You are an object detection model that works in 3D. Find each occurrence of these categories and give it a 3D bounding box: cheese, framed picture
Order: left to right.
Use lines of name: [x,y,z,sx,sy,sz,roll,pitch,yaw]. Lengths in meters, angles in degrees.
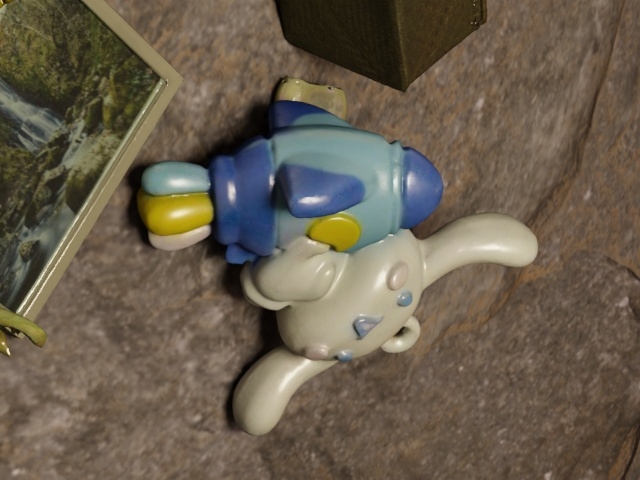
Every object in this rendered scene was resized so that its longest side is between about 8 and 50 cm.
framed picture: [-0.285,-0.098,1.491,0.240,0.020,0.324,46,68,-39]
cheese: [-0.022,-0.084,1.733,0.097,0.037,0.192,5,96,-42]

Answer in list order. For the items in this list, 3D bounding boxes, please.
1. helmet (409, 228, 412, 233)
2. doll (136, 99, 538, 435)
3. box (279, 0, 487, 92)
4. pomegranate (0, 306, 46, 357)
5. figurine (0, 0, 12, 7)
helmet: [0.043,-0.016,1.785,0.123,0.070,0.098,-39,118,4]
doll: [0.005,0.002,1.640,0.376,0.187,0.365,-44,123,-13]
box: [0.055,-0.319,1.613,0.143,0.184,0.273,-42,141,-31]
pomegranate: [-0.377,0.017,1.236,0.260,0.341,0.260,-56,165,-23]
figurine: [-0.359,-0.339,1.299,0.187,0.168,0.315,-29,115,9]
